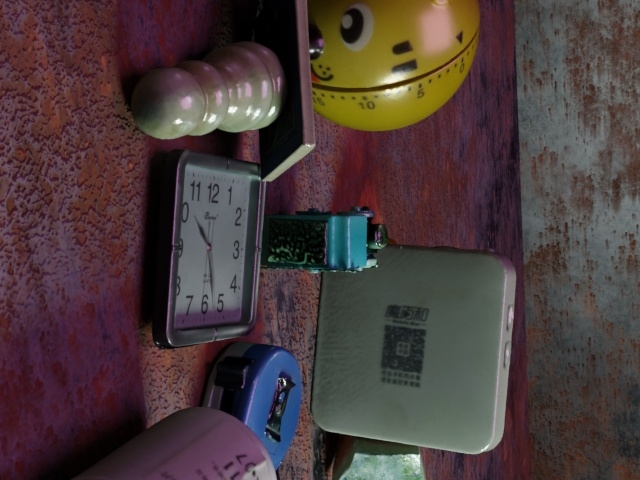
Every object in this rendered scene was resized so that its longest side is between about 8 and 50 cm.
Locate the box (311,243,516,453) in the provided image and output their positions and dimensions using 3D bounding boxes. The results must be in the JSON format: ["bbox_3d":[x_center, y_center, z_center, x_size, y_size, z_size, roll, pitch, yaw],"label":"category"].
[{"bbox_3d":[0.170,0.189,1.895,0.090,0.367,0.373,11,84,-65],"label":"box"}]

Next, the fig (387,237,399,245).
[{"bbox_3d":[0.138,0.068,2.023,0.143,0.231,0.160,18,80,-23],"label":"fig"}]

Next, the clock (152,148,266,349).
[{"bbox_3d":[-0.164,0.014,1.492,0.273,0.049,0.278,4,90,-67],"label":"clock"}]

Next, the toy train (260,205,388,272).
[{"bbox_3d":[0.000,0.000,1.689,0.163,0.203,0.112,-2,90,-58],"label":"toy train"}]

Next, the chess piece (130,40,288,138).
[{"bbox_3d":[-0.160,-0.195,1.387,0.243,0.133,0.133,-29,120,-56],"label":"chess piece"}]

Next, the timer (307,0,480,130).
[{"bbox_3d":[0.077,-0.375,1.626,0.387,0.376,0.376,75,30,-44],"label":"timer"}]

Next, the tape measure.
[{"bbox_3d":[-0.084,0.296,1.675,0.351,0.098,0.215,48,52,-62],"label":"tape measure"}]

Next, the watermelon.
[{"bbox_3d":[0.114,0.385,2.032,0.256,0.193,0.139,-80,160,-54],"label":"watermelon"}]

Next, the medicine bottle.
[{"bbox_3d":[-0.218,0.357,1.224,0.371,0.211,0.211,-28,119,-63],"label":"medicine bottle"}]

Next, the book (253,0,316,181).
[{"bbox_3d":[-0.057,-0.241,1.520,0.191,0.025,0.269,151,-62,-65],"label":"book"}]
